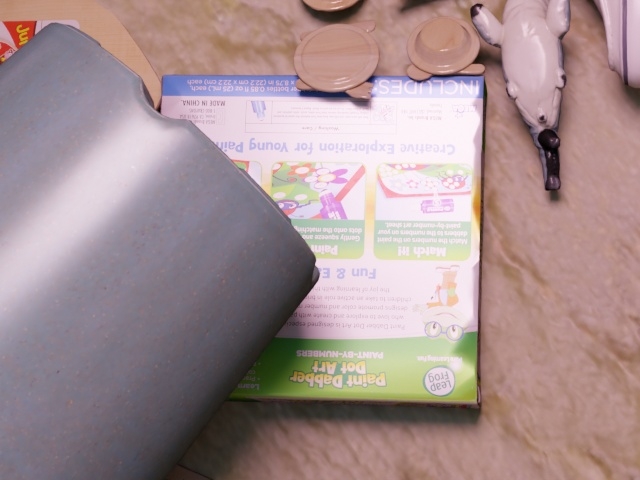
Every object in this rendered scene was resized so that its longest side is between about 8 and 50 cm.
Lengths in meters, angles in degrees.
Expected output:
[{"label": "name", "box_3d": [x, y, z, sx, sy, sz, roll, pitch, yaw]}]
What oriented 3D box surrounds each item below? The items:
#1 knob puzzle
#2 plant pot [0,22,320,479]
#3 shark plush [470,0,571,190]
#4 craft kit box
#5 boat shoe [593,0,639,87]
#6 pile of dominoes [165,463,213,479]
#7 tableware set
[{"label": "knob puzzle", "box_3d": [-0.216, -0.110, 1.445, 0.213, 0.030, 0.213, -1, 80, 7]}, {"label": "plant pot", "box_3d": [-0.199, 0.058, 1.235, 0.341, 0.341, 0.334, 41, 82, 11]}, {"label": "shark plush", "box_3d": [0.171, -0.121, 1.382, 0.073, 0.067, 0.161, -21, 82, 14]}, {"label": "craft kit box", "box_3d": [0.000, 0.000, 1.390, 0.249, 0.061, 0.247, 2, 78, 7]}, {"label": "boat shoe", "box_3d": [0.201, -0.237, 1.385, 0.088, 0.096, 0.268, -9, 78, 9]}, {"label": "pile of dominoes", "box_3d": [-0.231, 0.220, 1.387, 0.251, 0.040, 0.196, 22, 84, 10]}, {"label": "tableware set", "box_3d": [0.048, -0.174, 1.404, 0.141, 0.020, 0.169, -7, 55, 5]}]
